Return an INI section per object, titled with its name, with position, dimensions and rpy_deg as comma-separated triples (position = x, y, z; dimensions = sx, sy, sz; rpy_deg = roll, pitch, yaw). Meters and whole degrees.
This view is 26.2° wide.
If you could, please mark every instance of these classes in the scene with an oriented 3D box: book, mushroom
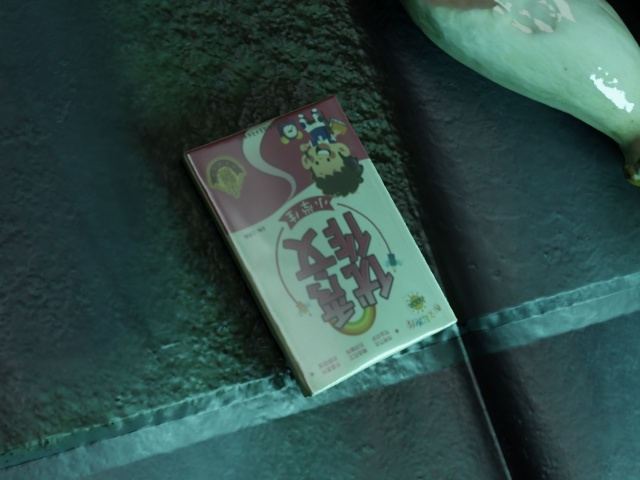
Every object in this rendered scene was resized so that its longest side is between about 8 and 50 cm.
[book]
position = 0.000, 0.000, 1.176
dimensions = 0.162, 0.022, 0.231
rpy_deg = -24, 81, -28
[mushroom]
position = 0.214, -0.180, 1.282
dimensions = 0.350, 0.128, 0.128
rpy_deg = 36, 61, -12
